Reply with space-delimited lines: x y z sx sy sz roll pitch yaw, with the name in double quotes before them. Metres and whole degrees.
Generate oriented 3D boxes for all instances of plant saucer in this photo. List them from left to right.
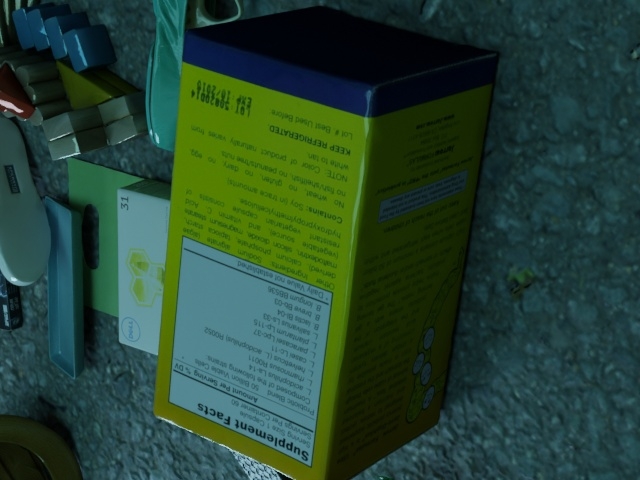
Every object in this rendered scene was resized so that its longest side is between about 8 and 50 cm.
"plant saucer" -0.274 0.050 1.614 0.067 0.018 0.192 27 120 52

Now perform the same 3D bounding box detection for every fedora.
"fedora" -0.363 0.281 1.698 0.079 0.194 0.194 -150 54 -66

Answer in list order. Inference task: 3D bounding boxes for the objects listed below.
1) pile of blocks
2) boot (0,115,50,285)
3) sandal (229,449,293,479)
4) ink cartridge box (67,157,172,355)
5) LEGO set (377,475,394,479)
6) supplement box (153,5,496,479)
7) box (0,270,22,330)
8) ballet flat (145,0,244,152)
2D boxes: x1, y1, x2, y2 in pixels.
"pile of blocks" -0.323 -0.196 1.527 0.362 0.113 0.149 28 119 27
"boot" -0.347 -0.033 1.618 0.086 0.069 0.190 -28 68 45
"sandal" -0.061 0.201 1.504 0.067 0.040 0.179 -13 110 44
"ink cartridge box" -0.188 0.020 1.530 0.235 0.056 0.171 14 112 31
"LEGO set" 0.122 0.358 1.350 0.255 0.192 0.331 38 139 44
"supplement box" 0.000 0.000 1.291 0.194 0.195 0.356 21 115 31
"box" -0.370 0.057 1.699 0.067 0.018 0.083 8 108 36
"ballet flat" -0.115 -0.193 1.396 0.087 0.083 0.247 9 112 20
